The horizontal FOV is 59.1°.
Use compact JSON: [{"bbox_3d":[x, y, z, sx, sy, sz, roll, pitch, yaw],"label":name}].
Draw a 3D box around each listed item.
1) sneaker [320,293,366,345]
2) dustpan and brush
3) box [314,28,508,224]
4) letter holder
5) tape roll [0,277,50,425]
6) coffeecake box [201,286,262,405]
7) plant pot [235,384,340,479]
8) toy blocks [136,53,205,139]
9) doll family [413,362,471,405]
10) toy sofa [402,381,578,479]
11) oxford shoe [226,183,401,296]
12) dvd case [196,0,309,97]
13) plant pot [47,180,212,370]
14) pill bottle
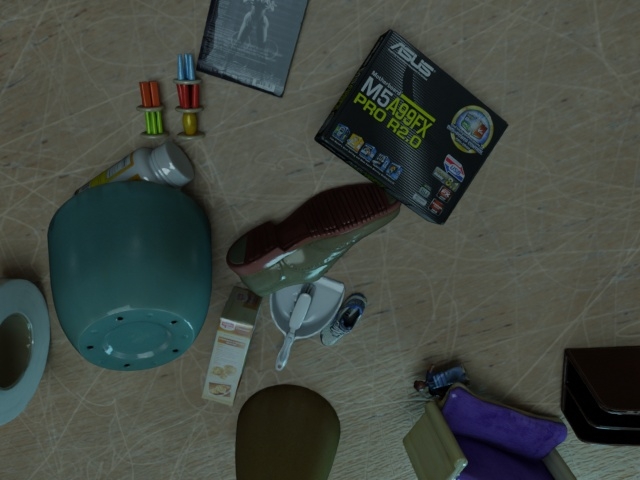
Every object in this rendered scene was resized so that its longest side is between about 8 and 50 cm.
[{"bbox_3d":[0.042,0.169,1.155,0.052,0.058,0.135,34,109,-8],"label":"sneaker"},{"bbox_3d":[-0.051,0.168,1.157,0.147,0.060,0.211,20,109,-3],"label":"dustpan and brush"},{"bbox_3d":[0.158,-0.188,0.971,0.270,0.060,0.216,34,90,-16],"label":"box"},{"bbox_3d":[0.657,0.322,1.088,0.302,0.214,0.152,-3,109,4],"label":"letter holder"},{"bbox_3d":[-0.643,0.212,1.093,0.100,0.286,0.286,3,110,1],"label":"tape roll"},{"bbox_3d":[-0.176,0.209,1.137,0.068,0.142,0.185,15,110,-3],"label":"coffeecake box"},{"bbox_3d":[-0.080,0.468,1.165,0.237,0.254,0.237,1,108,3],"label":"plant pot"},{"bbox_3d":[-0.273,-0.260,1.020,0.123,0.054,0.148,2,112,2],"label":"toy blocks"},{"bbox_3d":[0.268,0.332,1.195,0.111,0.076,0.193,-17,103,14],"label":"doll family"},{"bbox_3d":[0.365,0.436,1.130,0.362,0.150,0.177,24,111,-24],"label":"toy sofa"},{"bbox_3d":[0.000,0.000,1.084,0.348,0.123,0.130,-22,130,9],"label":"oxford shoe"},{"bbox_3d":[-0.116,-0.383,0.990,0.164,0.018,0.221,18,110,-1],"label":"dvd case"},{"bbox_3d":[-0.325,0.081,0.987,0.293,0.235,0.293,-11,139,-9],"label":"plant pot"},{"bbox_3d":[-0.346,-0.095,1.054,0.215,0.117,0.117,-29,105,13],"label":"pill bottle"}]
